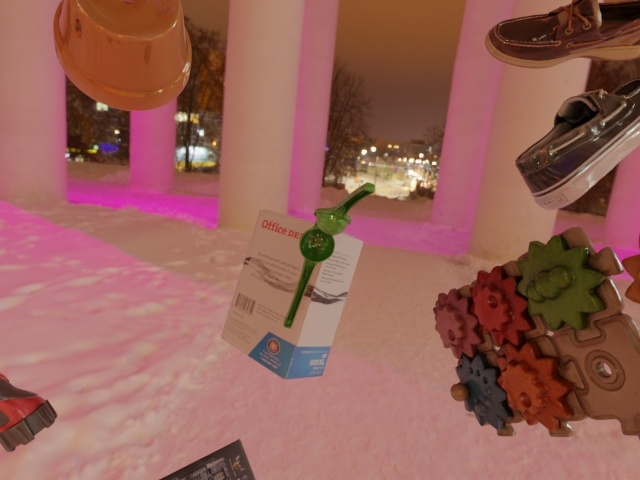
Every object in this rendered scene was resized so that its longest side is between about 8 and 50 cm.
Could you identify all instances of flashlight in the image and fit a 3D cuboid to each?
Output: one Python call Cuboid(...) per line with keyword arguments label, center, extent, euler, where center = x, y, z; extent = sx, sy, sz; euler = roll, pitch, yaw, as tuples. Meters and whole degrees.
Cuboid(label="flashlight", center=(-0.657, 0.266, 0.826), extent=(0.103, 0.304, 0.103), euler=(-23, 10, 40))

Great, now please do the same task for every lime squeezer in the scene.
Cuboid(label="lime squeezer", center=(0.000, 0.000, 0.604), extent=(0.058, 0.310, 0.110), euler=(30, 43, 0))

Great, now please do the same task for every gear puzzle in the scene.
Cuboid(label="gear puzzle", center=(0.209, 0.092, 0.381), extent=(0.044, 0.176, 0.339), euler=(-8, -22, -21))

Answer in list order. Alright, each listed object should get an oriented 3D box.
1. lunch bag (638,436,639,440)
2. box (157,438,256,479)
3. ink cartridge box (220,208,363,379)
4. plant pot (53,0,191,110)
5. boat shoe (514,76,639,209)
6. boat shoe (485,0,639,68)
Cuboid(label="lunch bag", center=(0.515, 0.240, 0.606), extent=(0.151, 0.129, 0.096), euler=(-35, 14, -13))
Cuboid(label="box", center=(-0.189, 0.519, 0.753), extent=(0.183, 0.059, 0.233), euler=(-18, 61, -26))
Cuboid(label="ink cartridge box", center=(-0.065, 0.109, 0.907), extent=(0.223, 0.308, 0.129), euler=(17, 0, 41))
Cuboid(label="plant pot", center=(-0.415, -0.458, 0.890), extent=(0.290, 0.291, 0.203), euler=(0, -10, -26))
Cuboid(label="boat shoe", center=(0.458, -0.194, 0.692), extent=(0.335, 0.119, 0.121), euler=(-42, 8, -19))
Cuboid(label="boat shoe", center=(0.519, -0.440, 0.842), extent=(0.341, 0.124, 0.123), euler=(1, -24, 3))
